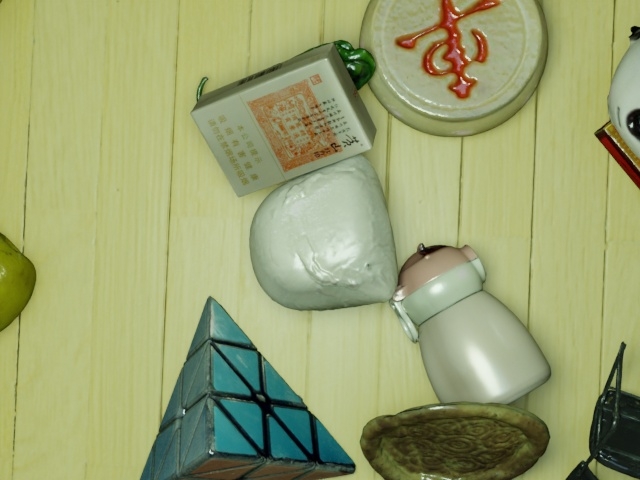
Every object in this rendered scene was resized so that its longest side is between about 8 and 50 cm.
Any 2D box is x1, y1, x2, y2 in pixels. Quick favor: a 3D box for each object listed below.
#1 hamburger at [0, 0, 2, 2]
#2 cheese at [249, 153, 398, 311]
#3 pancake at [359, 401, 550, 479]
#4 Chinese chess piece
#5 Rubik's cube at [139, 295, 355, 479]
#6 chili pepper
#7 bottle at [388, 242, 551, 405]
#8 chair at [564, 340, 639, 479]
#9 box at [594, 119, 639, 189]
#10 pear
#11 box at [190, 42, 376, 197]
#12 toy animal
[{"bbox_3d":[-0.522,-0.358,1.625,0.211,0.132,0.309,40,89,5],"label":"hamburger"},{"bbox_3d":[0.000,0.000,1.582,0.189,0.154,0.198,-12,76,3],"label":"cheese"},{"bbox_3d":[0.172,0.262,1.547,0.250,0.250,0.031,0,54,2],"label":"pancake"},{"bbox_3d":[0.177,-0.262,1.612,0.251,0.097,0.250,0,88,2],"label":"Chinese chess piece"},{"bbox_3d":[-0.119,0.251,1.590,0.233,0.228,0.228,20,135,37],"label":"Rubik's cube"},{"bbox_3d":[-0.043,-0.199,1.603,0.257,0.074,0.100,-21,124,20],"label":"chili pepper"},{"bbox_3d":[0.184,0.111,1.587,0.148,0.147,0.236,-29,80,1],"label":"bottle"},{"bbox_3d":[0.412,0.267,1.594,0.140,0.221,0.145,20,47,3],"label":"chair"},{"bbox_3d":[0.508,-0.162,1.613,0.240,0.074,0.153,-39,92,0],"label":"box"},{"bbox_3d":[-0.462,0.057,1.607,0.162,0.149,0.149,-39,88,1],"label":"pear"},{"bbox_3d":[-0.047,-0.152,1.554,0.201,0.058,0.141,-18,116,19],"label":"box"},{"bbox_3d":[0.473,-0.167,1.496,0.235,0.165,0.187,23,108,0],"label":"toy animal"}]
